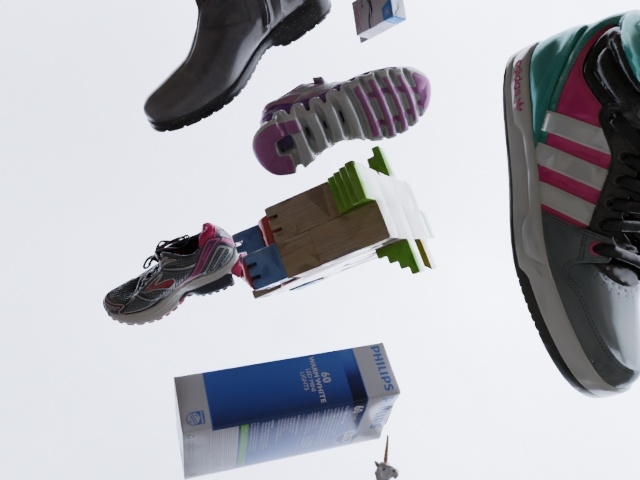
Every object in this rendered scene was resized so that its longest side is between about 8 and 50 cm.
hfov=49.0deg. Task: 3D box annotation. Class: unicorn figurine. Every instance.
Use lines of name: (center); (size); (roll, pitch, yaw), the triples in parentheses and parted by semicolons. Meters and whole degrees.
unicorn figurine: (0.119, 0.351, 0.904); (0.060, 0.111, 0.162); (-32, -71, -10)

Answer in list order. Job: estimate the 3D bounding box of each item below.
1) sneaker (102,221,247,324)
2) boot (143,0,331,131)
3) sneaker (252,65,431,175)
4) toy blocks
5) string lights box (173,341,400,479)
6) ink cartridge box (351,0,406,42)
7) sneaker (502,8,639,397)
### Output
sneaker: (-0.282, 0.056, 1.302); (0.299, 0.121, 0.112); (-26, -54, 16)
boot: (-0.154, -0.326, 0.955); (0.118, 0.338, 0.223); (31, -18, 43)
sneaker: (0.021, -0.171, 0.894); (0.236, 0.104, 0.095); (-20, -53, 1)
toy blocks: (0.000, 0.000, 1.022); (0.260, 0.381, 0.191); (-22, -97, 17)
string lights box: (-0.044, 0.210, 0.865); (0.133, 0.259, 0.077); (102, -25, -49)
ink cartridge box: (0.070, -0.299, 0.926); (0.083, 0.028, 0.048); (-16, -101, 47)
sneaker: (0.240, -0.045, 0.503); (0.178, 0.123, 0.296); (-23, -118, 47)
